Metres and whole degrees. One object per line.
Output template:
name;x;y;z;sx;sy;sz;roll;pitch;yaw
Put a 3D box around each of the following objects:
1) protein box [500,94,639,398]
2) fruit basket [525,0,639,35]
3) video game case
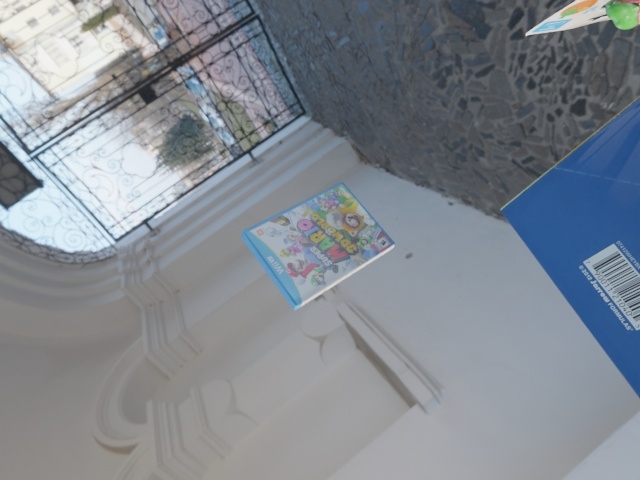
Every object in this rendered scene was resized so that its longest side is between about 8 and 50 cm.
protein box;0.272;-0.008;0.263;0.201;0.136;0.200;-51;59;45
fruit basket;0.573;-0.412;0.677;0.353;0.327;0.166;156;98;-74
video game case;0.000;0.000;0.563;0.119;0.166;0.015;52;152;17
